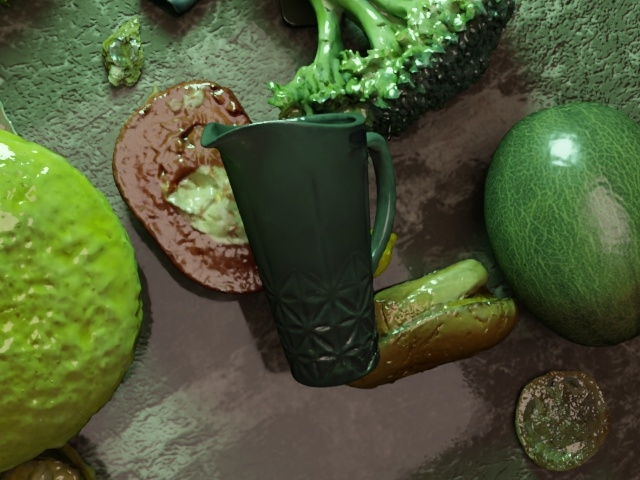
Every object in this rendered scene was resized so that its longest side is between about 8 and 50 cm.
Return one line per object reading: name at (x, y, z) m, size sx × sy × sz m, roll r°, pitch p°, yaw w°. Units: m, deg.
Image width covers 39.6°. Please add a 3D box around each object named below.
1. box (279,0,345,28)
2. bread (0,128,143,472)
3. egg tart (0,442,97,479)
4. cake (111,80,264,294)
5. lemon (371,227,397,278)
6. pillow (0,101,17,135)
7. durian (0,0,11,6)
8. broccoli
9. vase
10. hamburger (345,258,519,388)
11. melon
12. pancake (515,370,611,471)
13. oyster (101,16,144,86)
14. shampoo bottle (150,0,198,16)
box at (-0.015, -0.346, 1.189) m, size 0.091 × 0.031 × 0.126 m, roll -8°, pitch 86°, yaw -11°
bread at (-0.380, 0.050, 0.929) m, size 0.348 × 0.308 × 0.348 m, roll -3°, pitch 98°, yaw -22°
egg tart at (-0.322, 0.326, 0.952) m, size 0.115 × 0.290 × 0.290 m, roll -22°, pitch 87°, yaw 32°
cake at (-0.133, -0.058, 1.076) m, size 0.177 × 0.151 × 0.283 m, roll -33°, pitch 99°, yaw -4°
lemon at (0.060, 0.017, 1.145) m, size 0.092 × 0.065 × 0.065 m, roll -36°, pitch 91°, yaw -6°
pillow at (-0.476, -0.086, 1.077) m, size 0.232 × 0.043 × 0.126 m, roll -33°, pitch 91°, yaw -13°
durian at (-0.442, -0.364, 1.060) m, size 0.355 × 0.157 × 0.169 m, roll -20°, pitch 71°, yaw -11°
broccoli at (0.075, -0.345, 1.106) m, size 0.353 × 0.275 × 0.397 m, roll -19°, pitch 79°, yaw -40°
vase at (0.000, 0.000, 0.972) m, size 0.251 × 0.156 × 0.301 m, roll -23°, pitch 110°, yaw -39°
hamburger at (0.130, 0.107, 1.116) m, size 0.262 × 0.131 × 0.124 m, roll -20°, pitch 87°, yaw -6°
melon at (0.330, -0.019, 1.109) m, size 0.237 × 0.237 × 0.302 m, roll -15°, pitch 84°, yaw -11°
pancake at (0.322, 0.238, 1.187) m, size 0.139 × 0.022 × 0.140 m, roll 1°, pitch 84°, yaw -9°
oyster at (-0.253, -0.244, 1.138) m, size 0.051 × 0.034 × 0.093 m, roll -4°, pitch 80°, yaw -18°
shampoo bottle at (-0.149, -0.405, 1.163) m, size 0.087 × 0.049 × 0.234 m, roll 32°, pitch 80°, yaw -3°
